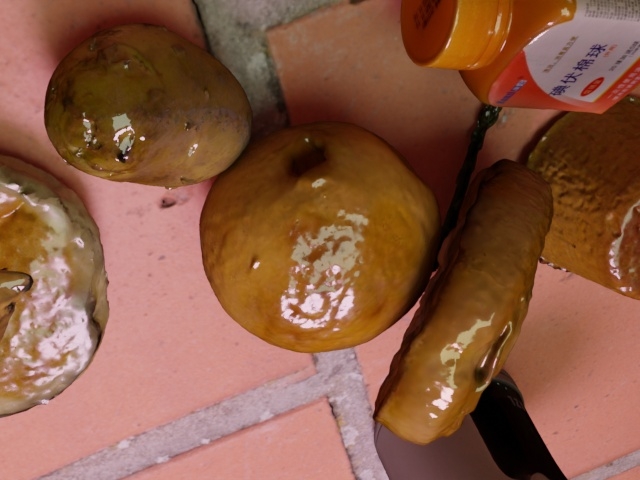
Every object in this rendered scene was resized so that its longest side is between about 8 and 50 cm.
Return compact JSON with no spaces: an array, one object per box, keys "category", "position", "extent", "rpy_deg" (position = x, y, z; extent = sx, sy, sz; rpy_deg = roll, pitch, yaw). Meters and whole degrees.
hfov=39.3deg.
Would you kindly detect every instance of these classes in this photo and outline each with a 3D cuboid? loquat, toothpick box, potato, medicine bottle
[{"category":"loquat","position":[0.000,0.000,0.833],"extent":[0.238,0.193,0.238],"rpy_deg":[-24,149,-15]},{"category":"toothpick box","position":[0.202,0.333,1.106],"extent":[0.228,0.316,0.229],"rpy_deg":[-11,131,-13]},{"category":"potato","position":[-0.144,-0.108,0.740],"extent":[0.175,0.137,0.137],"rpy_deg":[11,124,-52]},{"category":"medicine bottle","position":[0.190,-0.194,0.782],"extent":[0.222,0.112,0.149],"rpy_deg":[-1,155,-22]}]

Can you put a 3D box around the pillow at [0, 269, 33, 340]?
[{"category":"pillow","position":[-0.419,0.109,0.713],"extent":[0.312,0.119,0.310],"rpy_deg":[15,118,-17]}]

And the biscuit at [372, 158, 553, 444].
[{"category":"biscuit","position":[0.147,0.064,0.883],"extent":[0.101,0.296,0.296],"rpy_deg":[26,121,6]}]

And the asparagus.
[{"category":"asparagus","position":[0.154,-0.060,0.965],"extent":[0.023,0.022,0.233],"rpy_deg":[16,126,1]}]

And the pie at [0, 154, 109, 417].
[{"category":"pie","position":[-0.359,0.048,0.810],"extent":[0.338,0.077,0.339],"rpy_deg":[-7,125,-10]}]

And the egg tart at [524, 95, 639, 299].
[{"category":"egg tart","position":[0.326,-0.038,0.953],"extent":[0.215,0.171,0.215],"rpy_deg":[-6,114,-13]}]
